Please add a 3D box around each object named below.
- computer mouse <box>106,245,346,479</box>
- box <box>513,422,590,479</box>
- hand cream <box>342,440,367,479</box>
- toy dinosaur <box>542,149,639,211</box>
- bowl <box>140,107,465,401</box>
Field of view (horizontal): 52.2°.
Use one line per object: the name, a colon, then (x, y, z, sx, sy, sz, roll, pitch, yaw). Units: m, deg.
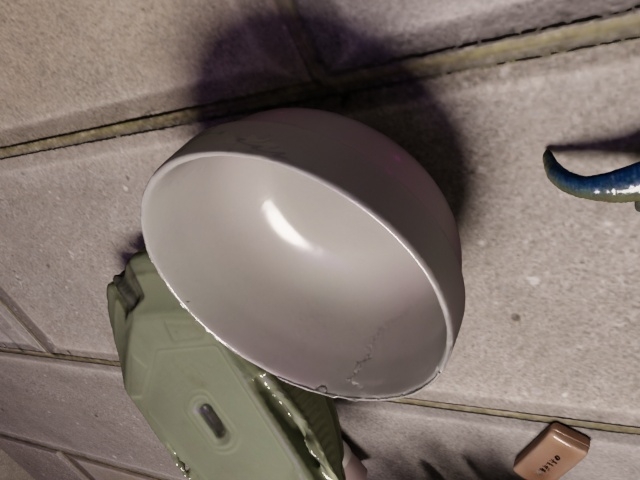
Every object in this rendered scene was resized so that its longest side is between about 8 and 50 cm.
computer mouse: (-0.109, 0.190, 0.848, 0.228, 0.145, 0.429, -41, 83, 35)
box: (0.266, 0.252, 0.760, 0.048, 0.025, 0.115, 25, 140, 8)
hand cream: (-0.041, 0.279, 0.969, 0.248, 0.083, 0.133, 51, 134, -5)
toy dinosaur: (0.271, -0.070, 0.406, 0.248, 0.075, 0.188, 20, 131, 24)
bowl: (0.000, 0.000, 0.583, 0.287, 0.143, 0.287, 19, 139, 17)
